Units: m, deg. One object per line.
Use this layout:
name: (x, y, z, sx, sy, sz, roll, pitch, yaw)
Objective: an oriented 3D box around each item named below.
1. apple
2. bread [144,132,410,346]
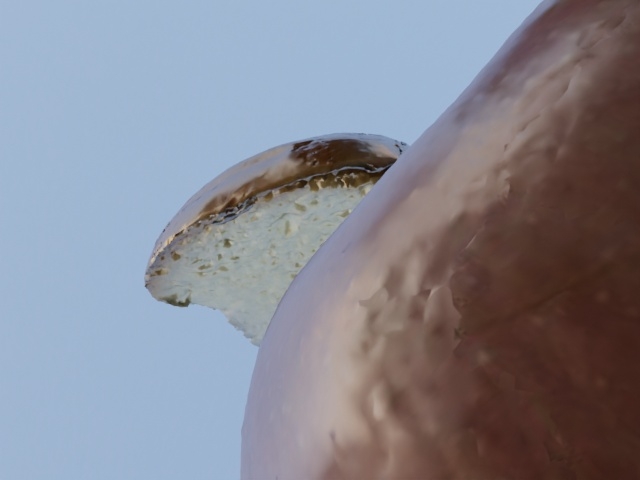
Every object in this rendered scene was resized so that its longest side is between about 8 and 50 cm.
apple: (0.125, 0.044, 0.541, 0.306, 0.306, 0.235, -41, -107, -17)
bread: (0.000, 0.000, 0.773, 0.129, 0.126, 0.044, -24, -129, 23)
